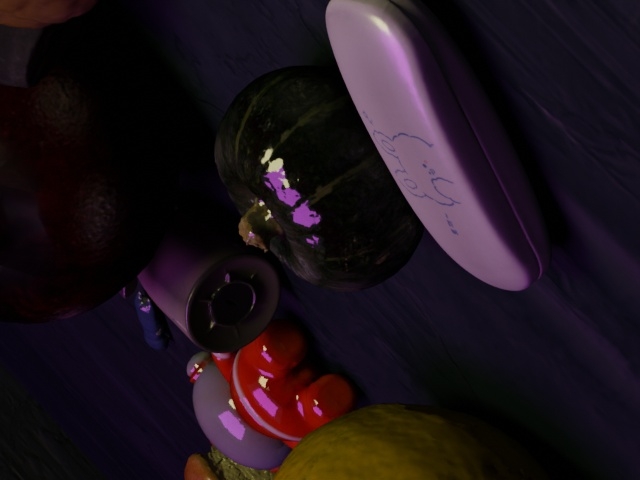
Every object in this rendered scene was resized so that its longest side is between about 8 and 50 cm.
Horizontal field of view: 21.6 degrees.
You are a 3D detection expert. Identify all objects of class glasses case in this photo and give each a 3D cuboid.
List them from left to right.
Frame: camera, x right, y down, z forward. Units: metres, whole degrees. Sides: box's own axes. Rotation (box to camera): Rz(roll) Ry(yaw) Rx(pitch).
[{"bbox_3d":[0.075,-0.062,1.048,0.092,0.059,0.233,26,151,53],"label":"glasses case"}]

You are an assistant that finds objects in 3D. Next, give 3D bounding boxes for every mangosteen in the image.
[{"bbox_3d":[-0.270,-0.058,1.484,0.297,0.293,0.297,9,124,14],"label":"mangosteen"}]

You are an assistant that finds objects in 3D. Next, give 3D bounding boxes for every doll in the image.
[{"bbox_3d":[-0.213,0.101,2.121,0.037,0.027,0.125,39,157,25],"label":"doll"},{"bbox_3d":[-0.058,0.174,1.806,0.200,0.105,0.336,46,155,0],"label":"doll"}]

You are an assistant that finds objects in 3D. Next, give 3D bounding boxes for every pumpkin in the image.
[{"bbox_3d":[0.000,-0.042,1.162,0.167,0.125,0.167,28,137,30],"label":"pumpkin"}]

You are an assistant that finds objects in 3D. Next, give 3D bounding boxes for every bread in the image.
[{"bbox_3d":[-0.106,0.362,2.266,0.174,0.121,0.245,42,164,13],"label":"bread"}]

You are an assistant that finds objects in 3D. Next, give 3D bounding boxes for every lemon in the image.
[{"bbox_3d":[0.080,0.276,1.401,0.297,0.297,0.297,42,161,18],"label":"lemon"}]

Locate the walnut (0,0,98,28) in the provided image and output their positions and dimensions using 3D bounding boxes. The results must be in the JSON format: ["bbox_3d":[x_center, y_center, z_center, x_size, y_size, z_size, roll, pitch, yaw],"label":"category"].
[{"bbox_3d":[-0.206,-0.246,1.096,0.228,0.228,0.228,42,161,18],"label":"walnut"}]

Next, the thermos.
[{"bbox_3d":[-0.146,0.021,1.632,0.193,0.137,0.105,38,130,45],"label":"thermos"}]

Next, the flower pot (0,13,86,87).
[{"bbox_3d":[-0.255,-0.213,1.308,0.148,0.235,0.235,27,161,-1],"label":"flower pot"}]
